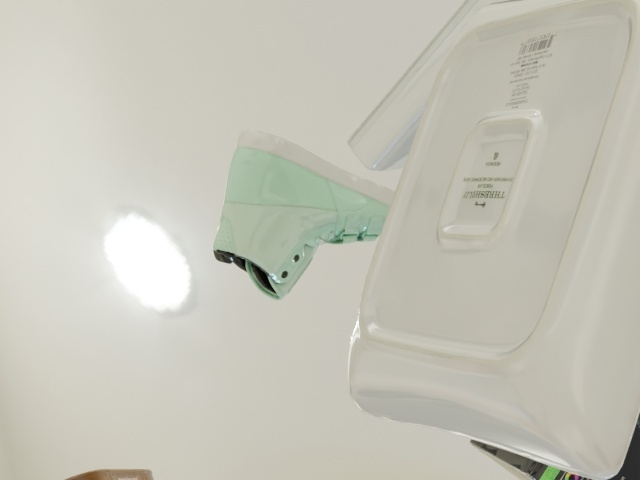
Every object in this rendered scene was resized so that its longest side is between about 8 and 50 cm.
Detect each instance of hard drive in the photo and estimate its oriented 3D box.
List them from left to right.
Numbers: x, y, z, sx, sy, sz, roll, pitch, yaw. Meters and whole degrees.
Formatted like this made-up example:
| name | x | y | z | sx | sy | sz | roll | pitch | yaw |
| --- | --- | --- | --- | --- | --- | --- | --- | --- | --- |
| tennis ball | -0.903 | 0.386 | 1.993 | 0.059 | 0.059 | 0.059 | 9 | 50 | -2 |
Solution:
| name | x | y | z | sx | sy | sz | roll | pitch | yaw |
| --- | --- | --- | --- | --- | --- | --- | --- | --- | --- |
| hard drive | 0.173 | -0.178 | 1.088 | 0.040 | 0.203 | 0.307 | 53 | -57 | 17 |

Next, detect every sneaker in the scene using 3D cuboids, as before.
| name | x | y | z | sx | sy | sz | roll | pitch | yaw |
| --- | --- | --- | --- | --- | --- | --- | --- | --- | --- |
| sneaker | -0.001 | 0.000 | 1.441 | 0.256 | 0.151 | 0.094 | 23 | -8 | -31 |

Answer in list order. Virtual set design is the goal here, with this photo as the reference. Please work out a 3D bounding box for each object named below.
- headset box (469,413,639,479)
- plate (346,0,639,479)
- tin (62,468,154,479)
| name | x | y | z | sx | sy | sz | roll | pitch | yaw |
| --- | --- | --- | --- | --- | --- | --- | --- | --- | --- |
| headset box | 0.330 | 0.184 | 1.437 | 0.283 | 0.246 | 0.131 | 38 | -7 | -21 |
| plate | 0.106 | -0.027 | 0.765 | 0.045 | 0.278 | 0.277 | 22 | -8 | -22 |
| tin | -0.257 | 0.298 | 1.594 | 0.106 | 0.190 | 0.040 | -35 | -111 | 16 |
